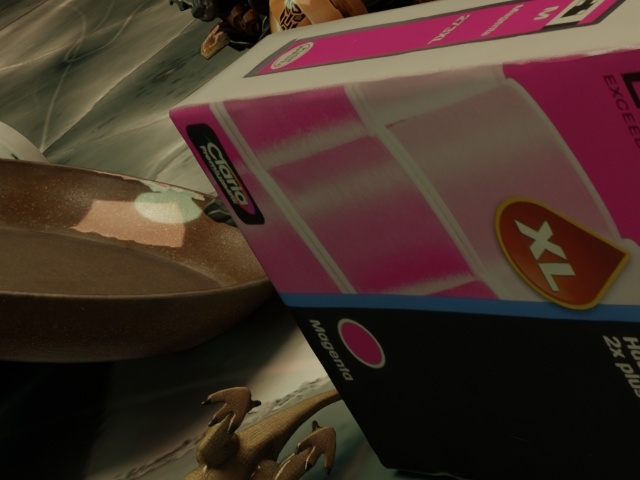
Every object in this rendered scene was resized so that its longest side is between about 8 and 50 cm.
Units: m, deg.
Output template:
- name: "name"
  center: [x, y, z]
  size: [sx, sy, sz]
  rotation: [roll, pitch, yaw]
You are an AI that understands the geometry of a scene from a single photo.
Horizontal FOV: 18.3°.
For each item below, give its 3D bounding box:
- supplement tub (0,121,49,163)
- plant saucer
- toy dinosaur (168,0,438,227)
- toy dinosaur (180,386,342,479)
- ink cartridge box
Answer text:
- name: "supplement tub"
  center: [-0.257, 0.019, 1.232]
  size: [0.144, 0.144, 0.200]
  rotation: [-18, 21, 36]
- name: "plant saucer"
  center: [-0.165, 0.008, 1.052]
  size: [0.310, 0.050, 0.310]
  rotation: [6, 12, -1]
- name: "toy dinosaur"
  center: [0.011, -0.088, 0.915]
  size: [0.164, 0.218, 0.322]
  rotation: [-14, 59, -2]
- name: "toy dinosaur"
  center: [-0.033, 0.090, 0.787]
  size: [0.183, 0.053, 0.092]
  rotation: [-44, -3, -33]
- name: "ink cartridge box"
  center: [0.101, 0.004, 0.630]
  size: [0.069, 0.176, 0.371]
  rotation: [-40, 20, -29]
